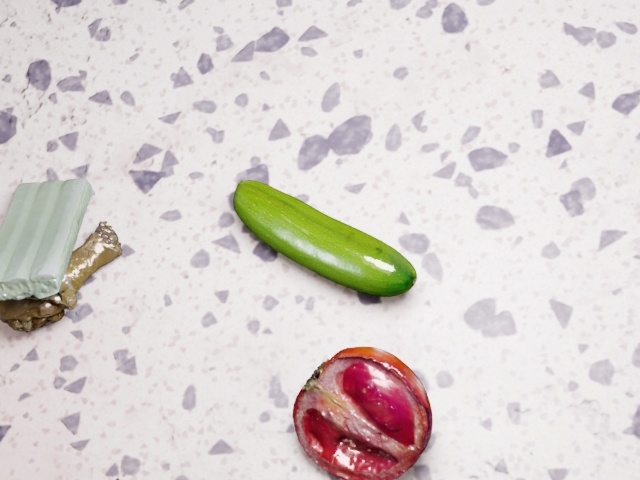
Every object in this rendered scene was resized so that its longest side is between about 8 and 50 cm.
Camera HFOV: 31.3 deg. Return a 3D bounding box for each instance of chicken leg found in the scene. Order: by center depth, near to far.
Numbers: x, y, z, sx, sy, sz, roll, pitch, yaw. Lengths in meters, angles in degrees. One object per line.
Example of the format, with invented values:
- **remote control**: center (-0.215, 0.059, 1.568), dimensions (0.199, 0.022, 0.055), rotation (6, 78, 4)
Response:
- **chicken leg**: center (-0.371, 0.053, 1.618), dimensions (0.196, 0.080, 0.125), rotation (-25, 52, 0)

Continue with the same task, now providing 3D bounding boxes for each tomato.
- **tomato**: center (0.066, 0.216, 1.482), dimensions (0.173, 0.099, 0.189), rotation (43, 121, 5)

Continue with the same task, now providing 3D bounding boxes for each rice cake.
- **rice cake**: center (-0.400, -0.005, 1.607), dimensions (0.127, 0.043, 0.237), rotation (-6, 38, 11)

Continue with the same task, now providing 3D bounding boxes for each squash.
- **squash**: center (0.000, 0.002, 1.572), dimensions (0.292, 0.082, 0.082), rotation (27, 77, 19)

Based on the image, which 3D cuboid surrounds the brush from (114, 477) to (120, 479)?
- **brush**: center (-0.363, 0.431, 1.495), dimensions (0.084, 0.071, 0.301), rotation (42, 72, 4)
